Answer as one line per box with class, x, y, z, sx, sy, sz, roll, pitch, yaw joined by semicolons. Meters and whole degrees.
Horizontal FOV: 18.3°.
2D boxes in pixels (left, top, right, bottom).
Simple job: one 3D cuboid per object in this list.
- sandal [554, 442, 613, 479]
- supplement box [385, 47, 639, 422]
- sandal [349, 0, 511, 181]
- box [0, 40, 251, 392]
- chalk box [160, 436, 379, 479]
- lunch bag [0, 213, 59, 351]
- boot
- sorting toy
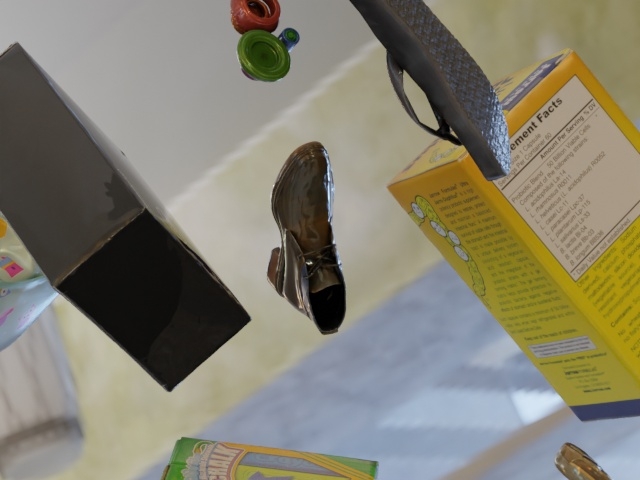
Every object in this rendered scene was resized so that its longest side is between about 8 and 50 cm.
sandal;0.208;0.209;1.292;0.049;0.180;0.072;-43;2;-1
supplement box;0.279;0.001;2.165;0.194;0.356;0.195;-43;9;-22
sandal;0.085;-0.158;1.743;0.054;0.254;0.097;-30;16;27
box;-0.192;-0.022;1.656;0.103;0.261;0.184;-42;-42;2
chalk box;-0.069;0.244;1.537;0.213;0.132;0.132;6;-66;4
lunch bag;-0.424;0.065;2.314;0.223;0.160;0.262;-44;-2;22
boot;0.000;0.000;2.157;0.082;0.106;0.219;-19;-42;-24
sorting toy;-0.054;-0.174;1.743;0.061;0.102;0.042;11;-32;-26
